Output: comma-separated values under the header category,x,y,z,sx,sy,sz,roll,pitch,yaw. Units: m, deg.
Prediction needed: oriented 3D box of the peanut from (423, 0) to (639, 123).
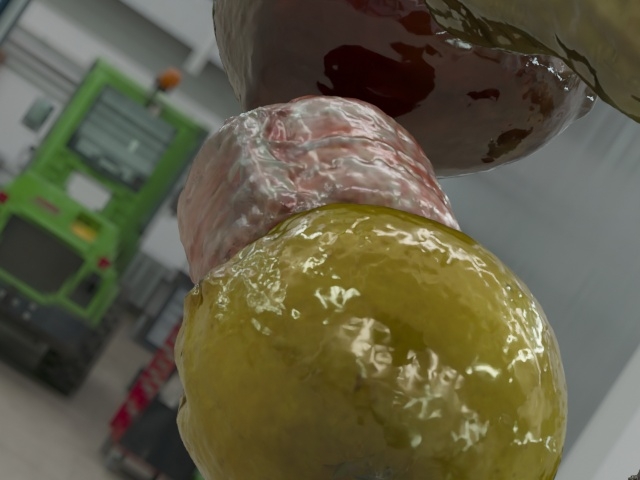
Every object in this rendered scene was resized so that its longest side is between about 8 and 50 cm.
category,x,y,z,sx,sy,sz,roll,pitch,yaw
peanut,0.154,-0.143,0.884,0.291,0.143,0.159,36,-41,54

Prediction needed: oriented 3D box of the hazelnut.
category,x,y,z,sx,sy,sz,roll,pitch,yaw
hazelnut,0.093,-0.229,1.808,0.421,0.352,0.421,12,4,-1

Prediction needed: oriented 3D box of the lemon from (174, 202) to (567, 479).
category,x,y,z,sx,sy,sz,roll,pitch,yaw
lemon,0.040,0.116,1.335,0.297,0.297,0.297,34,-1,1

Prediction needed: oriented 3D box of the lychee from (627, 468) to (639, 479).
category,x,y,z,sx,sy,sz,roll,pitch,yaw
lychee,0.432,0.325,2.052,0.188,0.188,0.188,34,-1,1

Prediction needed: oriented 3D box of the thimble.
category,x,y,z,sx,sy,sz,roll,pitch,yaw
thimble,0.000,0.000,1.518,0.239,0.239,0.162,34,24,-32
